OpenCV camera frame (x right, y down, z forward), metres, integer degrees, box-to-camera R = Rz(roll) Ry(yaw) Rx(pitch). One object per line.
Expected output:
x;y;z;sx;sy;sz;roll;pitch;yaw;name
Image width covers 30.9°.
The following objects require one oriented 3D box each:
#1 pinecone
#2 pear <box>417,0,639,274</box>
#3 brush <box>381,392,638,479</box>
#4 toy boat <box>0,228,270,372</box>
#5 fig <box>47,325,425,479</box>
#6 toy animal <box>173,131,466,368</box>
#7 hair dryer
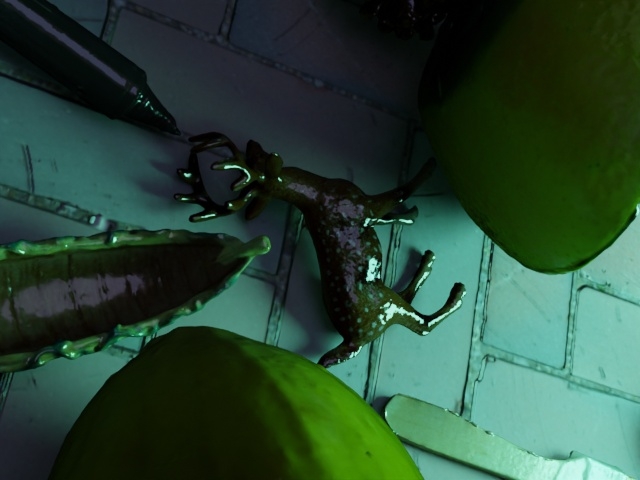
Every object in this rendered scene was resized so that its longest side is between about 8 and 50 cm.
0.088;-0.289;1.197;0.173;0.173;0.174;9;69;-24;pinecone
0.205;-0.178;1.077;0.165;0.399;0.399;21;65;-12;pear
0.205;0.227;1.149;0.336;0.020;0.085;26;64;-15;brush
-0.190;0.043;0.976;0.292;0.099;0.109;-11;78;-21;toy boat
-0.063;0.229;0.854;0.343;0.343;0.343;9;69;-24;fig
0.009;-0.007;1.095;0.260;0.087;0.244;-13;77;-32;toy animal
-0.261;-0.211;1.038;0.352;0.107;0.189;35;59;-21;hair dryer
